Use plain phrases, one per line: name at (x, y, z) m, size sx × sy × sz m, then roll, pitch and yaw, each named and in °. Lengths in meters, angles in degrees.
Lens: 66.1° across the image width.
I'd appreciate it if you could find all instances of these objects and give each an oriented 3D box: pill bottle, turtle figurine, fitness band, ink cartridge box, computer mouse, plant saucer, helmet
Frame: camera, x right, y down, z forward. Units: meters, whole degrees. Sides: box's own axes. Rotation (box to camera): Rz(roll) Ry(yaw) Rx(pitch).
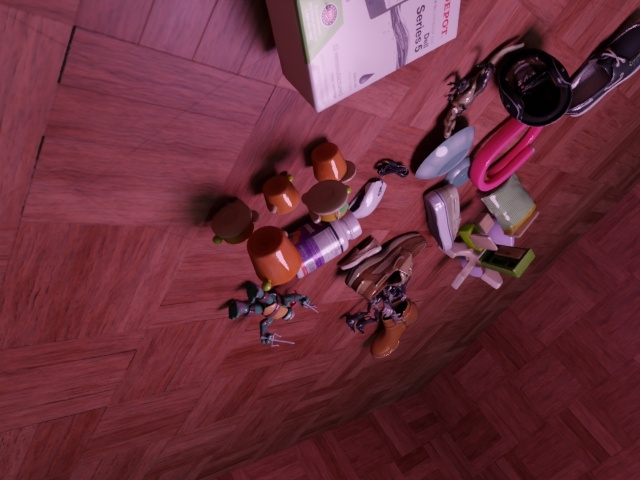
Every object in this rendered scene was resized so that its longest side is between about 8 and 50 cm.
pill bottle at (0.000, 0.000, 1.206) m, size 0.193 × 0.108 × 0.108 m, roll -31°, pitch 150°, yaw -11°
turtle figurine at (-0.127, 0.194, 1.338) m, size 0.234 × 0.118 × 0.175 m, roll 28°, pitch 97°, yaw -42°
fitness band at (0.559, -0.269, 1.457) m, size 0.291 × 0.054 × 0.209 m, roll -45°, pitch 151°, yaw 2°
ink cartridge box at (0.069, -0.347, 0.715) m, size 0.273 × 0.115 × 0.198 m, roll -31°, pitch 150°, yaw -10°
computer mouse at (0.140, -0.118, 1.254) m, size 0.106 × 0.042 × 0.193 m, roll 4°, pitch 131°, yaw -50°
plant saucer at (0.419, -0.197, 1.463) m, size 0.119 × 0.021 × 0.119 m, roll -27°, pitch 149°, yaw -18°
plant saucer at (0.335, -0.215, 1.282) m, size 0.195 × 0.037 × 0.195 m, roll -34°, pitch 164°, yaw -11°
helmet at (0.513, -0.361, 1.179) m, size 0.169 × 0.169 × 0.161 m, roll -47°, pitch 141°, yaw 16°

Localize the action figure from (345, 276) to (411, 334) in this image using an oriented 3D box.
action figure at (0.229, 0.232, 1.750) m, size 0.275 × 0.141 × 0.164 m, roll -42°, pitch 139°, yaw 11°

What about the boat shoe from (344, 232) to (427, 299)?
boat shoe at (0.223, 0.089, 1.538) m, size 0.324 × 0.120 × 0.122 m, roll -29°, pitch 153°, yaw -29°

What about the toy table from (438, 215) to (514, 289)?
toy table at (0.571, 0.053, 1.789) m, size 0.161 × 0.252 × 0.274 m, roll -34°, pitch 142°, yaw -40°

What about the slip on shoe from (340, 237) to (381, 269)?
slip on shoe at (0.113, 0.039, 1.453) m, size 0.135 × 0.041 × 0.051 m, roll -29°, pitch -166°, yaw 11°

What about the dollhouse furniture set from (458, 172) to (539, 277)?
dollhouse furniture set at (0.621, -0.066, 1.582) m, size 0.301 × 0.151 × 0.197 m, roll -47°, pitch 115°, yaw -14°

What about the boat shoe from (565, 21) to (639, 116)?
boat shoe at (0.800, -0.477, 1.380) m, size 0.091 × 0.114 × 0.302 m, roll -8°, pitch 140°, yaw -49°

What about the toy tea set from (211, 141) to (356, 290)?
toy tea set at (-0.045, -0.049, 1.004) m, size 0.336 × 0.200 × 0.124 m, roll -37°, pitch 142°, yaw -11°

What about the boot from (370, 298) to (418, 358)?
boot at (0.289, 0.360, 2.018) m, size 0.283 × 0.109 × 0.220 m, roll -41°, pitch 152°, yaw 3°

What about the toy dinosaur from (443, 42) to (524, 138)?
toy dinosaur at (0.354, -0.360, 1.126) m, size 0.268 × 0.064 × 0.118 m, roll -49°, pitch 163°, yaw 19°

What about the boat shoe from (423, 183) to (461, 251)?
boat shoe at (0.394, -0.063, 1.533) m, size 0.094 × 0.109 × 0.302 m, roll -28°, pitch 148°, yaw 2°
